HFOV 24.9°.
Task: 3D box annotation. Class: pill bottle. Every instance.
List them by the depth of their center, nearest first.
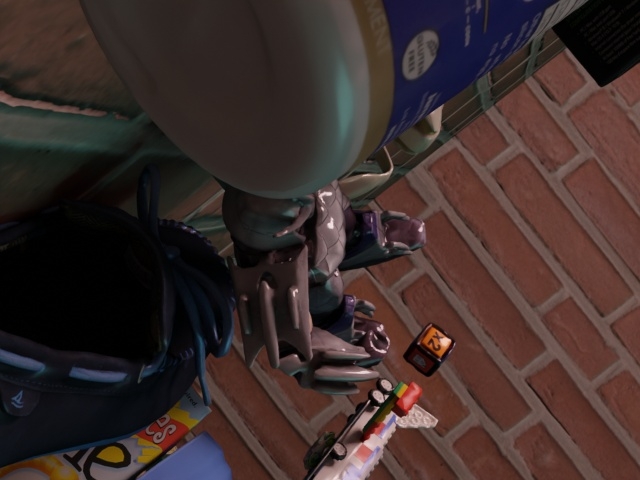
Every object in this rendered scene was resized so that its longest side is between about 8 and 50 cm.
[{"bbox_3d":[0.030,-0.104,0.413,0.186,0.112,0.112,-37,177,-28],"label":"pill bottle"}]

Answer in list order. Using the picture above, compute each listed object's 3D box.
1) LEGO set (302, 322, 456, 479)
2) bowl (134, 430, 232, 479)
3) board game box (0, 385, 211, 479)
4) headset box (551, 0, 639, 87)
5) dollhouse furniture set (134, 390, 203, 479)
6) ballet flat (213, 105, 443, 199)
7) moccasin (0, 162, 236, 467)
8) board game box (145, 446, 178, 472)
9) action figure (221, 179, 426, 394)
[{"bbox_3d":[0.005,0.159,0.882,0.244,0.060,0.182,-52,176,-5],"label":"LEGO set"},{"bbox_3d":[-0.208,0.273,0.950,0.391,0.077,0.391,-38,177,-3],"label":"bowl"},{"bbox_3d":[-0.231,0.150,0.940,0.275,0.144,0.142,-37,177,-25],"label":"board game box"},{"bbox_3d":[0.264,-0.247,0.841,0.283,0.131,0.246,-35,176,-45],"label":"headset box"},{"bbox_3d":[-0.175,0.274,1.397,0.174,0.355,0.303,-36,-145,-26],"label":"dollhouse furniture set"},{"bbox_3d":[0.032,-0.084,1.024,0.247,0.087,0.083,-37,177,-30],"label":"ballet flat"},{"bbox_3d":[-0.115,0.043,0.754,0.117,0.138,0.342,-44,176,22],"label":"moccasin"},{"bbox_3d":[-0.203,0.227,1.524,0.030,0.136,0.259,2,-159,-27],"label":"board game box"},{"bbox_3d":[0.000,0.000,0.848,0.099,0.185,0.285,5,169,9],"label":"action figure"}]
